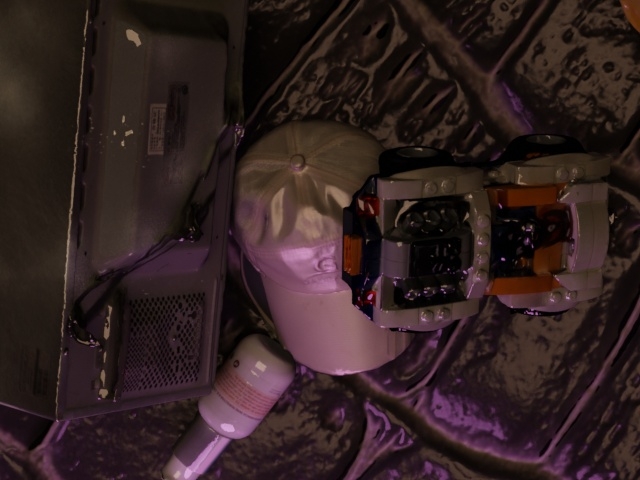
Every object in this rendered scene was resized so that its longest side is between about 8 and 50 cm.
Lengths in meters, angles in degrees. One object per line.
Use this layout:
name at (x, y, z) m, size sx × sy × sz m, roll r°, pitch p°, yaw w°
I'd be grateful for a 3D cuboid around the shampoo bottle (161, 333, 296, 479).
shampoo bottle at (-0.105, 0.193, 1.651) m, size 0.074 × 0.074 × 0.192 m, roll 38°, pitch 103°, yaw 6°

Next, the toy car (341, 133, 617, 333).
toy car at (0.159, 0.000, 1.502) m, size 0.301 × 0.118 × 0.193 m, roll -7°, pitch 108°, yaw -26°

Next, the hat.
hat at (0.002, 0.008, 1.573) m, size 0.232 × 0.161 × 0.275 m, roll -9°, pitch 96°, yaw 17°

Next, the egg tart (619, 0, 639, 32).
egg tart at (0.414, -0.290, 1.363) m, size 0.319 × 0.128 × 0.319 m, roll 2°, pitch 101°, yaw 12°

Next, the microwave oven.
microwave oven at (-0.270, -0.067, 1.524) m, size 0.374 × 0.236 × 0.432 m, roll 11°, pitch 99°, yaw 36°
